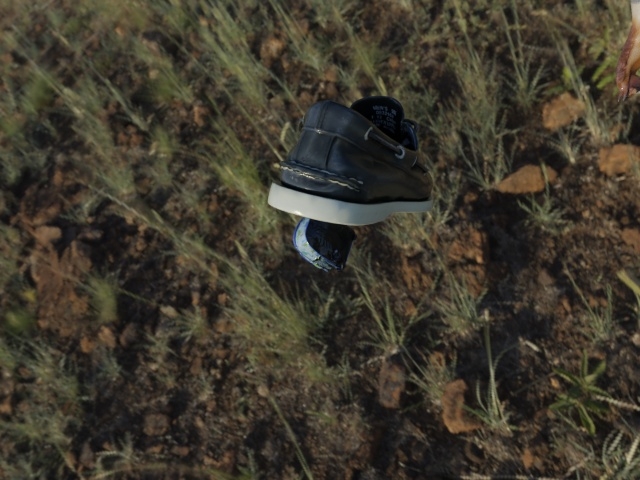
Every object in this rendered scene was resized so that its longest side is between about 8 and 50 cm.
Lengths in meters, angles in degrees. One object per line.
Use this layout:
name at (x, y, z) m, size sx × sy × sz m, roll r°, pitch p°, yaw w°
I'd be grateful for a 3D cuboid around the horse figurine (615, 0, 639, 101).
horse figurine at (0.519, -0.354, 1.023) m, size 0.174 × 0.263 × 0.066 m, roll -13°, pitch 30°, yaw -7°

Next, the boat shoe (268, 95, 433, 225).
boat shoe at (0.050, -0.092, 0.701) m, size 0.127 × 0.340 × 0.113 m, roll 16°, pitch 103°, yaw 23°

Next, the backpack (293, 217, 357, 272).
backpack at (0.000, 0.000, 1.414) m, size 0.084 × 0.114 × 0.105 m, roll -20°, pitch 41°, yaw 50°
